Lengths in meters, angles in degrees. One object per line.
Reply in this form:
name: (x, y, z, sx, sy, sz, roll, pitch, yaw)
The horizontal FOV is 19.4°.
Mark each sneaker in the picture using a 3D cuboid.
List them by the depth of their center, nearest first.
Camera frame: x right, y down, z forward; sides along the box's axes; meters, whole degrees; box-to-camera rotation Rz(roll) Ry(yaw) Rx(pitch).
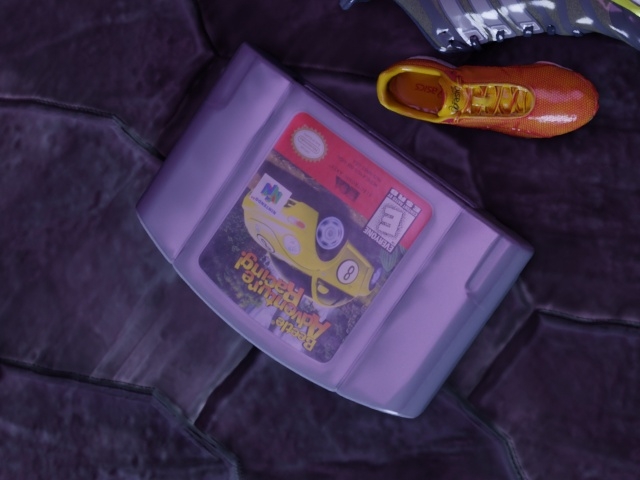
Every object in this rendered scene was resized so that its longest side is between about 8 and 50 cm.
sneaker: (0.147, -0.190, 1.435, 0.300, 0.111, 0.121, 25, 112, 19)
sneaker: (0.128, -0.106, 1.443, 0.175, 0.067, 0.064, 4, 107, 20)

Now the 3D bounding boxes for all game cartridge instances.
game cartridge: (0.000, 0.000, 1.498, 0.294, 0.060, 0.196, 36, 104, 15)
